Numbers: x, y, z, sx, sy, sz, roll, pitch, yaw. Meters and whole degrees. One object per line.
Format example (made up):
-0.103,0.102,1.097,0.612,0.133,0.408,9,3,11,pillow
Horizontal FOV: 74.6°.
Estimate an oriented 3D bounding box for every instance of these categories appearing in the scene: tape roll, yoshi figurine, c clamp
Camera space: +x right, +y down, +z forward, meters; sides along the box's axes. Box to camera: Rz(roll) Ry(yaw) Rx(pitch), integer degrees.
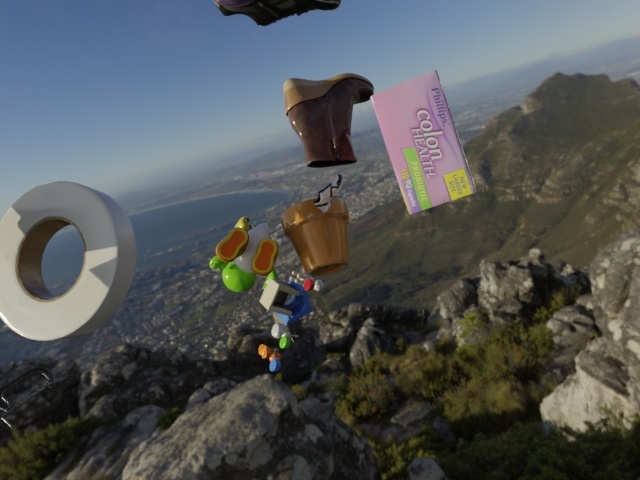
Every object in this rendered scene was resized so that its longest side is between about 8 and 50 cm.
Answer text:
-0.640,0.048,1.033,0.391,0.392,0.072,-12,-11,13,tape roll
-0.228,0.080,1.279,0.203,0.204,0.362,-19,-5,-10,yoshi figurine
-0.778,0.405,1.109,0.137,0.022,0.161,19,35,19,c clamp

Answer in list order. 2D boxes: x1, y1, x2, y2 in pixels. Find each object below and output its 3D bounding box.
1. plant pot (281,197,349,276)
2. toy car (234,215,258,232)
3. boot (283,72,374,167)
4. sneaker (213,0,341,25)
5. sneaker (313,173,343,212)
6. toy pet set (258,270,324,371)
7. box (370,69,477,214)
0.000,0.000,1.251,0.205,0.188,0.205,-12,-19,-4,plant pot
-0.271,0.002,1.562,0.053,0.239,0.225,-1,21,2,toy car
0.042,-0.263,0.939,0.248,0.207,0.090,-13,-13,-30,boot
-0.096,-0.538,0.926,0.283,0.107,0.124,-3,-24,-26,sneaker
0.021,-0.127,1.099,0.109,0.043,0.040,-60,20,8,sneaker
-0.034,0.101,0.565,0.065,0.122,0.114,23,3,-31,toy pet set
0.189,-0.176,0.809,0.117,0.214,0.243,-19,5,11,box
